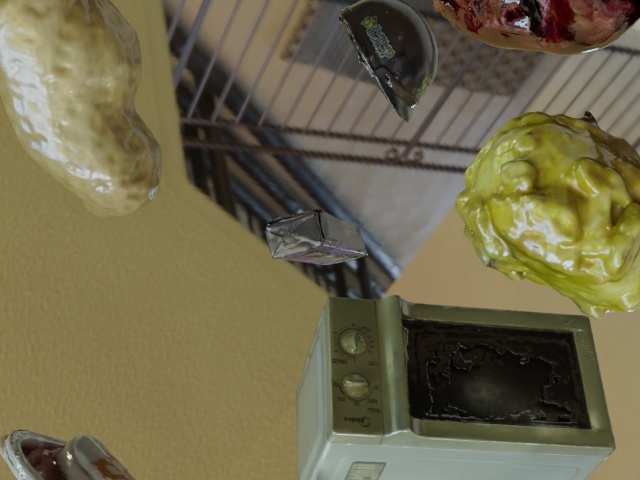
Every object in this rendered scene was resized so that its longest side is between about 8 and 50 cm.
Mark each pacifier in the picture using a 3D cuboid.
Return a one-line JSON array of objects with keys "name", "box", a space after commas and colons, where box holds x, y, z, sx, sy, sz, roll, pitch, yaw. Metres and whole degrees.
[{"name": "pacifier", "box": [-0.333, 0.385, 1.396, 0.220, 0.273, 0.332, -3, -151, -45]}]

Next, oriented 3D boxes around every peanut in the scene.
[{"name": "peanut", "box": [-0.320, -0.204, 1.367, 0.192, 0.387, 0.169, -22, -153, -11]}]

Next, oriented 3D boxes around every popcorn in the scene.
[{"name": "popcorn", "box": [0.261, -0.035, 1.079, 0.233, 0.192, 0.266, 27, -174, 19]}]

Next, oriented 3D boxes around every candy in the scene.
[{"name": "candy", "box": [0.000, 0.000, 1.611, 0.088, 0.312, 0.061, -13, -97, 12]}]

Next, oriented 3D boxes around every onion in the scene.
[{"name": "onion", "box": [0.258, -0.327, 1.240, 0.280, 0.221, 0.281, 27, -161, -10]}]

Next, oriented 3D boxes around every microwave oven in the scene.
[{"name": "microwave oven", "box": [0.158, 0.220, 1.372, 0.354, 0.286, 0.219, 4, -125, -9]}]

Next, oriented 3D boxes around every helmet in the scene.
[{"name": "helmet", "box": [0.164, -0.399, 2.179, 0.279, 0.160, 0.230, 59, -170, 15]}]
